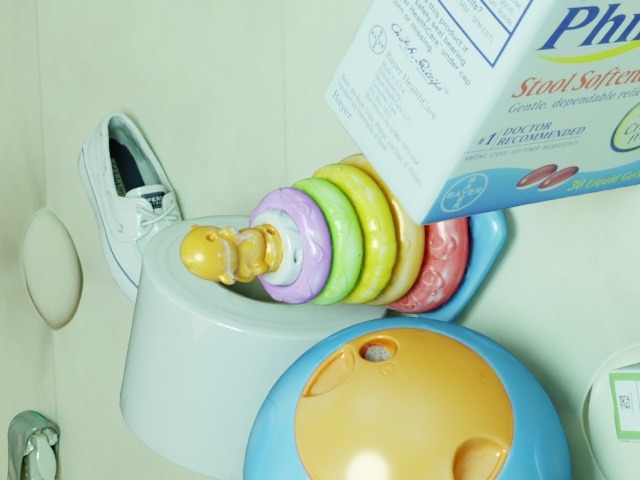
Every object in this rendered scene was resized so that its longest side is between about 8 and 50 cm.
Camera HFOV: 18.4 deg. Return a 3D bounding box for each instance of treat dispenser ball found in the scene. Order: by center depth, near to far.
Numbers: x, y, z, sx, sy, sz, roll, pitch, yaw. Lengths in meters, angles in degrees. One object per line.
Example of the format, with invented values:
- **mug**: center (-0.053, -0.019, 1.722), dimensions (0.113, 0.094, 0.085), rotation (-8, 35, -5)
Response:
- **treat dispenser ball**: center (0.076, 0.210, 1.733), dimensions (0.288, 0.288, 0.288), rotation (15, 109, 50)

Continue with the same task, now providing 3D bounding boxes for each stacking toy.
- **stacking toy**: center (0.000, 0.000, 1.774), dimensions (0.175, 0.302, 0.166), rotation (57, 137, 27)

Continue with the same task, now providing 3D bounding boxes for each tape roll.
- **tape roll**: center (-0.065, 0.102, 1.931), dimensions (0.246, 0.246, 0.169), rotation (37, 126, 42)

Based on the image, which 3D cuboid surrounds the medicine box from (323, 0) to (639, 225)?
- **medicine box**: center (0.188, -0.174, 1.523), dimensions (0.149, 0.263, 0.289), rotation (56, 137, 28)

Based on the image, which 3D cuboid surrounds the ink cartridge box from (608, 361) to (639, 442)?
- **ink cartridge box**: center (0.336, 0.119, 1.523), dimensions (0.209, 0.109, 0.062), rotation (-6, 93, 52)

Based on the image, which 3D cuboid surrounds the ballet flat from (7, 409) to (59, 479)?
- **ballet flat**: center (-0.364, 0.323, 2.512), dimensions (0.068, 0.072, 0.213), rotation (15, 109, 46)

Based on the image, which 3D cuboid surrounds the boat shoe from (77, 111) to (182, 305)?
- **boat shoe**: center (-0.201, -0.029, 2.202), dimensions (0.258, 0.095, 0.084), rotation (59, 142, 24)
